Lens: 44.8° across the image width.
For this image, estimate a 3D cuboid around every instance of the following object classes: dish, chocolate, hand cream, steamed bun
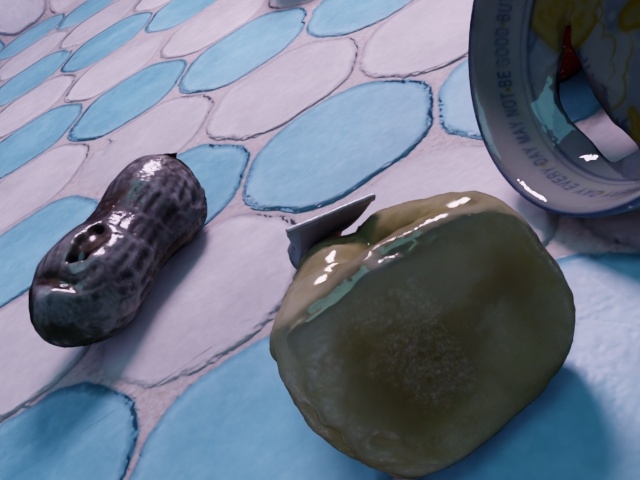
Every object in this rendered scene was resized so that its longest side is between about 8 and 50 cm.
[{"bbox_3d":[0.235,-0.151,0.551,0.134,0.273,0.273,0,23,-24],"label":"dish"},{"bbox_3d":[-0.196,0.007,0.772,0.110,0.110,0.248,-2,40,39],"label":"chocolate"},{"bbox_3d":[0.000,-0.002,0.577,0.052,0.038,0.216,-53,-1,-8],"label":"hand cream"},{"bbox_3d":[0.050,0.046,0.498,0.172,0.141,0.155,-33,19,-7],"label":"steamed bun"}]

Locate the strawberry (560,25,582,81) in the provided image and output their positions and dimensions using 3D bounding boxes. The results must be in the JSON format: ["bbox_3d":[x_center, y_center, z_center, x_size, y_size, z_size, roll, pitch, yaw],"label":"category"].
[{"bbox_3d":[0.206,-0.192,0.707,0.106,0.106,0.106,-22,34,16],"label":"strawberry"}]
